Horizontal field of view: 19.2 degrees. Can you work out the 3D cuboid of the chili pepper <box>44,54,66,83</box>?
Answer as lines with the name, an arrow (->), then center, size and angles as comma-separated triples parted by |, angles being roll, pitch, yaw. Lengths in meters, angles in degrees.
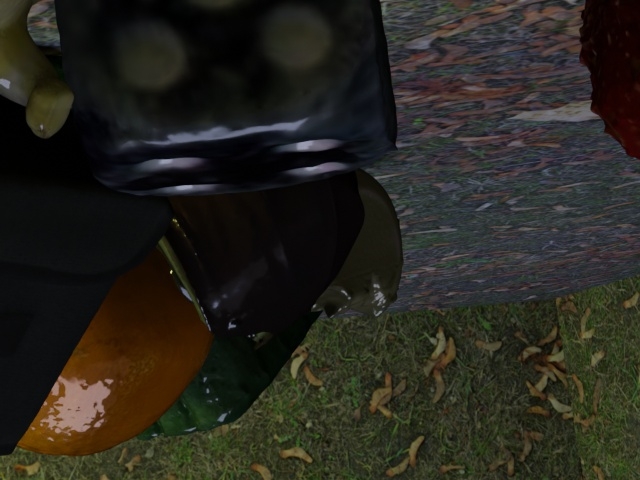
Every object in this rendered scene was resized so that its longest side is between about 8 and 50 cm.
chili pepper -> -0.243, -0.126, 1.448 | 0.118, 0.035, 0.055 | -10, 156, -15

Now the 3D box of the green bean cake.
green bean cake -> -0.164, 0.083, 2.160 | 0.300, 0.169, 0.308 | -15, -153, 35

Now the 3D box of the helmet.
helmet -> -0.058, -0.043, 1.653 | 0.177, 0.225, 0.305 | -38, 177, 8

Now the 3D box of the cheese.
cheese -> 0.000, 0.000, 2.072 | 0.091, 0.175, 0.202 | -4, 178, 40

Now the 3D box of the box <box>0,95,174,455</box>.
box -> -0.308, -0.023, 1.122 | 0.345, 0.251, 0.204 | 7, 120, -58

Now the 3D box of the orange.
orange -> -0.255, 0.064, 1.862 | 0.312, 0.312, 0.312 | -7, 172, -1

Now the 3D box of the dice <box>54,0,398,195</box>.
dice -> -0.054, -0.126, 1.089 | 0.183, 0.181, 0.182 | -7, 170, 2

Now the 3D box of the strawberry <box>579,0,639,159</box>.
strawberry -> 0.303, -0.131, 1.241 | 0.261, 0.261, 0.257 | -6, 165, -13

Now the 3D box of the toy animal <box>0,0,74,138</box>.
toy animal -> -0.188, -0.146, 0.903 | 0.168, 0.121, 0.233 | 30, -179, 31
